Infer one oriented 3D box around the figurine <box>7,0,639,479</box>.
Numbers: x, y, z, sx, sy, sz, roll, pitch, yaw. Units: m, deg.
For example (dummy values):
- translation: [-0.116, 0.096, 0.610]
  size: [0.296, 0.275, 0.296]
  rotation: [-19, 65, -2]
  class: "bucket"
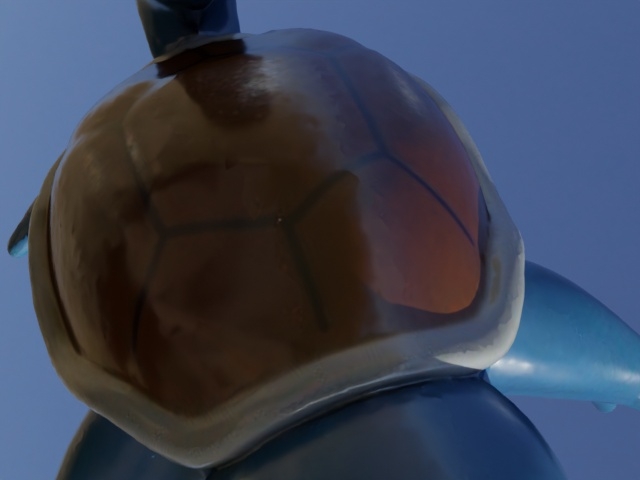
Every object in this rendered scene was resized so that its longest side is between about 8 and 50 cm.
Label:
- translation: [-0.008, 0.007, 0.643]
  size: [0.243, 0.298, 0.416]
  rotation: [110, -36, -68]
  class: "figurine"
